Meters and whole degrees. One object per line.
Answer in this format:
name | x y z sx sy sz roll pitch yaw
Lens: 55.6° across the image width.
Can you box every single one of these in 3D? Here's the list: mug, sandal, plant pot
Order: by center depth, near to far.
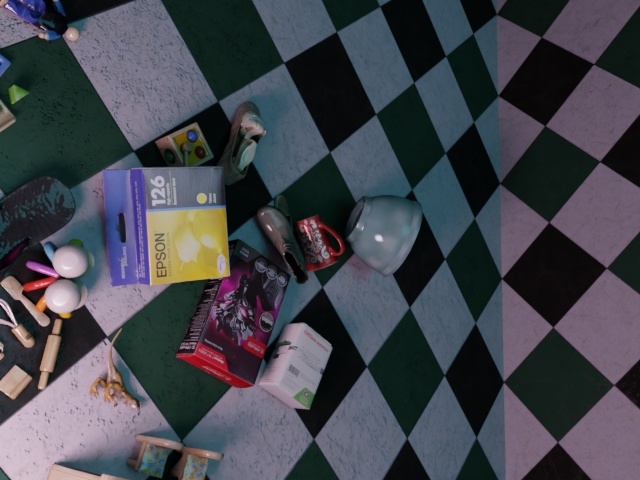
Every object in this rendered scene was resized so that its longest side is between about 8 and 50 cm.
sandal | -0.708 0.003 1.306 0.167 0.107 0.445 55 48 -24
mug | -0.001 0.000 2.019 0.113 0.150 0.169 -51 120 -83
plant pot | 0.203 -0.043 2.160 0.196 0.293 0.293 25 62 -12

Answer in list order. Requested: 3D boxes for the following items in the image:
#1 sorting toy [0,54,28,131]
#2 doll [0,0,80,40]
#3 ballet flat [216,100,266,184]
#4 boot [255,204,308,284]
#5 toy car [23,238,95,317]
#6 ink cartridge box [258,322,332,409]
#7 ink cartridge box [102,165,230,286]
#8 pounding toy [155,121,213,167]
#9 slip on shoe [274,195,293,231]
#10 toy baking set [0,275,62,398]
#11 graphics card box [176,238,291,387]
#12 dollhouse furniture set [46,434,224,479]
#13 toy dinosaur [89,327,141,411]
sorting toy | -0.794 -0.299 1.321 0.196 0.047 0.347 55 49 -23
doll | -0.679 -0.556 1.491 0.189 0.046 0.129 28 64 -39
ballet flat | -0.225 -0.307 1.866 0.108 0.106 0.315 34 59 -37
boot | -0.109 0.009 1.878 0.083 0.161 0.246 -31 112 2
toy car | -0.599 0.081 1.382 0.136 0.159 0.181 11 85 -12
ink cartridge box | -0.073 0.389 1.894 0.160 0.093 0.219 45 53 -31
ink cartridge box | -0.393 -0.041 1.582 0.307 0.072 0.303 -7 98 -34
pounding toy | -0.378 -0.244 1.700 0.141 0.100 0.130 -39 110 -42
slip on shoe | -0.117 -0.082 1.979 0.051 0.041 0.135 2 81 -46
toy baking set | -0.674 0.217 1.353 0.197 0.030 0.256 29 62 -39
graphics card box | -0.240 0.210 1.758 0.233 0.094 0.370 38 56 -34
dollhouse furniture set | -0.404 0.639 1.385 0.394 0.257 0.362 32 61 -38
toy dinosaur | -0.510 0.336 1.491 0.112 0.064 0.211 -46 126 -60
